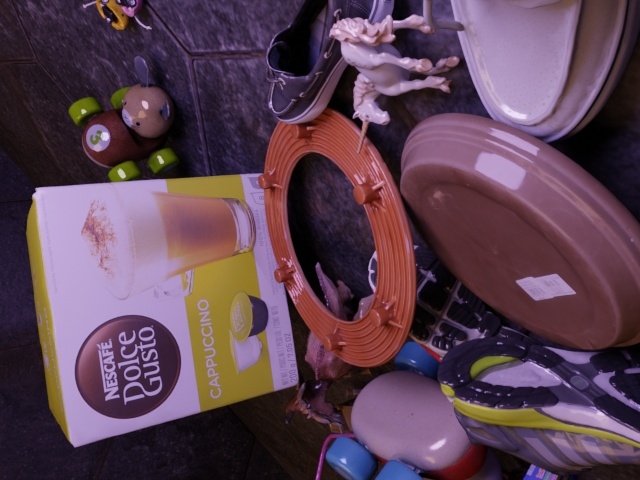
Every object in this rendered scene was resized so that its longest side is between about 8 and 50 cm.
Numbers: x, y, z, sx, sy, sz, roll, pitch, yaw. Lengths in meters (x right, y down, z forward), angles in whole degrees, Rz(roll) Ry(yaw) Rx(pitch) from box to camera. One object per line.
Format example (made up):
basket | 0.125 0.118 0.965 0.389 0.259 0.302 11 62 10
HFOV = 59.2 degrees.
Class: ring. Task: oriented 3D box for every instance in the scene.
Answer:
ring | 0.000 0.000 0.703 0.336 0.032 0.336 37 135 50

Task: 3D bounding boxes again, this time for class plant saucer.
plant saucer | 0.173 0.004 0.516 0.278 0.041 0.278 43 167 12

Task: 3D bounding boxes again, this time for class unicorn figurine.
unicorn figurine | 0.060 -0.147 0.497 0.111 0.060 0.162 7 155 32

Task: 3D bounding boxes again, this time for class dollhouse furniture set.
dollhouse furniture set | 0.074 0.280 1.092 0.182 0.101 0.160 -32 75 63

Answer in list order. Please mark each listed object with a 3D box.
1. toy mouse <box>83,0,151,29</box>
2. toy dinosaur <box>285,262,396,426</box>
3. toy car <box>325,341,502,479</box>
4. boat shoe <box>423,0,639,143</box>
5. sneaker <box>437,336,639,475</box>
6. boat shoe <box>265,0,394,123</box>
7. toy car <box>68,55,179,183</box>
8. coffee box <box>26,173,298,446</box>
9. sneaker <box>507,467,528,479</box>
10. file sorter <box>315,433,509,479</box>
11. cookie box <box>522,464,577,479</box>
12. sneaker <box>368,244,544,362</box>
toy mouse | -0.291 -0.362 0.784 0.161 0.031 0.143 37 152 19
toy dinosaur | 0.016 0.181 0.881 0.127 0.200 0.295 30 148 31
toy car | 0.174 0.314 0.820 0.210 0.219 0.238 2 134 55
boat shoe | 0.098 -0.189 0.309 0.136 0.156 0.367 26 146 37
sneaker | 0.271 0.175 0.550 0.300 0.111 0.121 6 132 30
boat shoe | -0.016 -0.180 0.551 0.228 0.076 0.080 -26 78 61
toy car | -0.296 -0.200 0.909 0.155 0.149 0.188 58 142 1
coffee box | -0.277 0.098 0.923 0.338 0.335 0.337 -14 84 60
sneaker | 0.369 0.429 0.848 0.192 0.064 0.086 25 141 31
file sorter | 0.147 0.445 0.944 0.291 0.182 0.202 20 156 -15
cookie box | 0.320 0.351 0.786 0.040 0.092 0.107 11 137 46
sneaker | 0.160 0.120 0.702 0.279 0.107 0.118 44 160 9
